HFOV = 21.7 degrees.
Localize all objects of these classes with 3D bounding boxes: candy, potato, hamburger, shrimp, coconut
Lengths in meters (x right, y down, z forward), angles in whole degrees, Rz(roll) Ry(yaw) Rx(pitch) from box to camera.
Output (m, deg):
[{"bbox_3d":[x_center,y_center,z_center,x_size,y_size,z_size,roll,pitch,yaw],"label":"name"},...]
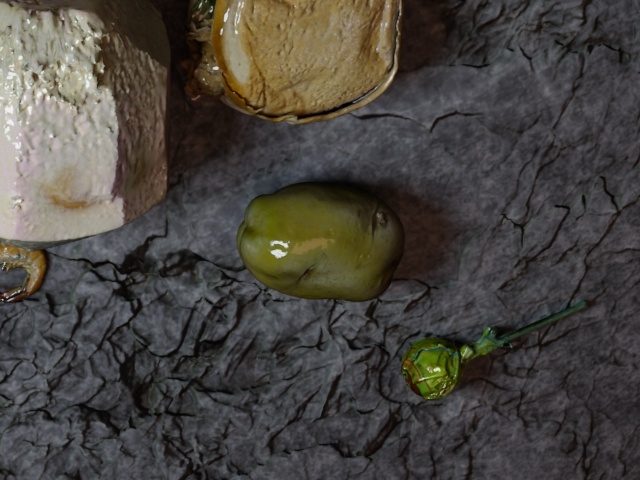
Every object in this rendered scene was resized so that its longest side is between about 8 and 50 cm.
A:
[{"bbox_3d":[0.229,0.131,2.183,0.262,0.073,0.077,-22,93,-6],"label":"candy"},{"bbox_3d":[0.000,0.004,2.023,0.200,0.137,0.154,14,115,-19],"label":"potato"},{"bbox_3d":[-0.032,-0.241,1.887,0.286,0.146,0.243,-46,123,7],"label":"hamburger"},{"bbox_3d":[-0.397,0.034,2.028,0.127,0.025,0.091,10,117,-19],"label":"shrimp"},{"bbox_3d":[-0.309,-0.135,1.811,0.297,0.297,0.309,-1,116,-10],"label":"coconut"}]
